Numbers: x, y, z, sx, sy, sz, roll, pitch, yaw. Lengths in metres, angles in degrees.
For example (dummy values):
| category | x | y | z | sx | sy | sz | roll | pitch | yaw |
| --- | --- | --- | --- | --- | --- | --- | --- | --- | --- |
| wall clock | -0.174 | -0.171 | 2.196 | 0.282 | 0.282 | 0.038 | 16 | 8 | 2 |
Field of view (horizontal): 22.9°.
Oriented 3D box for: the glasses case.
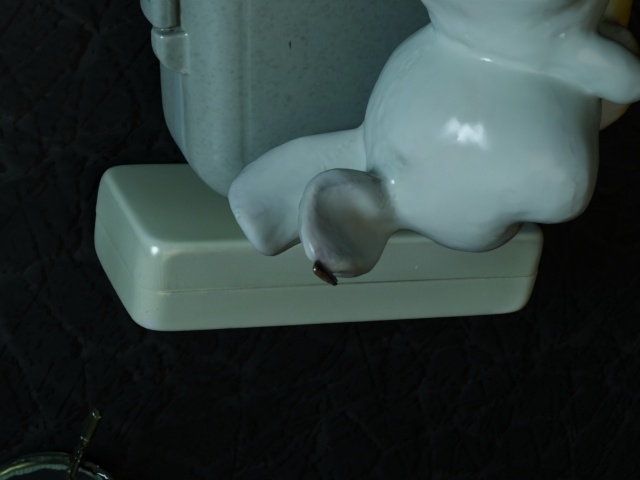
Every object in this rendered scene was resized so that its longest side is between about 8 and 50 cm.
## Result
| category | x | y | z | sx | sy | sz | roll | pitch | yaw |
| --- | --- | --- | --- | --- | --- | --- | --- | --- | --- |
| glasses case | 0.000 | 0.000 | 1.149 | 0.312 | 0.131 | 0.070 | -2 | 119 | -25 |

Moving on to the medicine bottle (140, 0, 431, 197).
| category | x | y | z | sx | sy | sz | roll | pitch | yaw |
| --- | --- | --- | --- | --- | --- | --- | --- | --- | --- |
| medicine bottle | 0.017 | -0.212 | 1.035 | 0.282 | 0.123 | 0.375 | -12 | 125 | -21 |

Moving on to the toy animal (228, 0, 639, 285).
| category | x | y | z | sx | sy | sz | roll | pitch | yaw |
| --- | --- | --- | --- | --- | --- | --- | --- | --- | --- |
| toy animal | 0.093 | -0.109 | 0.952 | 0.247 | 0.183 | 0.310 | 1 | 124 | -25 |

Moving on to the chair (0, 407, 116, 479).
| category | x | y | z | sx | sy | sz | roll | pitch | yaw |
| --- | --- | --- | --- | --- | --- | --- | --- | --- | --- |
| chair | -0.205 | 0.246 | 1.205 | 0.159 | 0.170 | 0.326 | -25 | 170 | -15 |
